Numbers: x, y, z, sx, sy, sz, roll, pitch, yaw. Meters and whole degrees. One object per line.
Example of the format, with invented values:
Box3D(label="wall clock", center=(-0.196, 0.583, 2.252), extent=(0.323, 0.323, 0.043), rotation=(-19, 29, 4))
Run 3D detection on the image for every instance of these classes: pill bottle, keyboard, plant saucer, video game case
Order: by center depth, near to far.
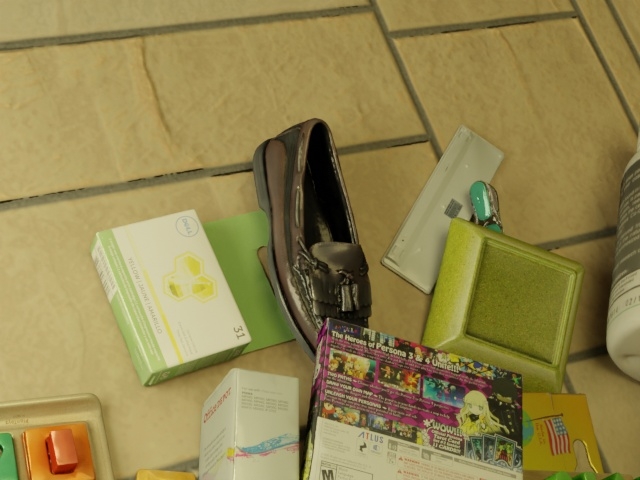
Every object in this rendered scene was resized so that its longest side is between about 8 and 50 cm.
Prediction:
Box3D(label="video game case", center=(0.099, 0.201, 1.295), extent=(0.232, 0.042, 0.210), rotation=(17, 49, -11))
Box3D(label="plant saucer", center=(0.230, 0.080, 1.501), extent=(0.188, 0.045, 0.188), rotation=(20, 70, -13))
Box3D(label="pill bottle", center=(0.476, -0.007, 1.579), extent=(0.204, 0.204, 0.361), rotation=(21, 57, -12))
Box3D(label="keyboard", center=(0.159, -0.044, 1.580), extent=(0.072, 0.014, 0.256), rotation=(37, 56, -8))

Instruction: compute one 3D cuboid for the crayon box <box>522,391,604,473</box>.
Box3D(label="crayon box", center=(0.162, 0.274, 1.370), extent=(0.319, 0.081, 0.202), rotation=(3, 63, -22))

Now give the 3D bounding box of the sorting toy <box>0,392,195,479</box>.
Box3D(label="sorting toy", center=(-0.282, 0.245, 1.214), extent=(0.348, 0.047, 0.196), rotation=(-3, 65, -25))

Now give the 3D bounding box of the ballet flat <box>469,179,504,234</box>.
Box3D(label="ballet flat", center=(0.214, -0.019, 1.572), extent=(0.041, 0.041, 0.114), rotation=(-1, 75, -24))

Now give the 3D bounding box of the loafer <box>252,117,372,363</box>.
Box3D(label="loafer", center=(0.000, 0.000, 1.424), extent=(0.109, 0.095, 0.302), rotation=(6, 59, -43))

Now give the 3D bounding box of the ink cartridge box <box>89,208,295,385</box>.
Box3D(label="ink cartridge box", center=(-0.116, 0.048, 1.388), extent=(0.235, 0.056, 0.171), rotation=(-16, 71, -27))

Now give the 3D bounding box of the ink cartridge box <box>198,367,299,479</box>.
Box3D(label="ink cartridge box", center=(-0.073, 0.233, 1.261), extent=(0.072, 0.127, 0.175), rotation=(10, 61, -18))

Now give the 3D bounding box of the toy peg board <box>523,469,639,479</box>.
Box3D(label="toy peg board", center=(0.286, 0.313, 1.307), extent=(0.161, 0.079, 0.160), rotation=(6, 62, -20))
